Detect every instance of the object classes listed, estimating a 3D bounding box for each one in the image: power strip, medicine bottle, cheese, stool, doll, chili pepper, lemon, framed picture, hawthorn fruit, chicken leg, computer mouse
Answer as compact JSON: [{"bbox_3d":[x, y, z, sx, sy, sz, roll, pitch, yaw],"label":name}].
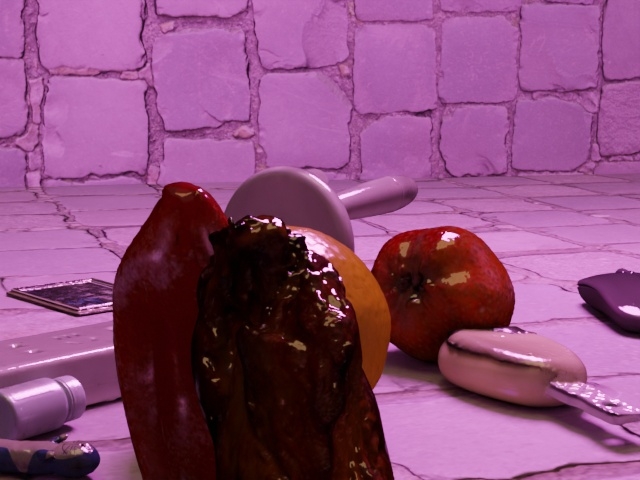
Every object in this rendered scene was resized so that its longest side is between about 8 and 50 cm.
[{"bbox_3d":[-0.245,0.122,1.126,0.098,0.058,0.338,8,11,42],"label":"power strip"},{"bbox_3d":[-0.245,0.144,1.017,0.047,0.047,0.083,7,10,35],"label":"medicine bottle"},{"bbox_3d":[0.215,0.132,1.120,0.127,0.054,0.251,-2,10,-22],"label":"cheese"},{"bbox_3d":[0.000,0.000,1.513,0.195,0.195,0.199,6,8,31],"label":"stool"},{"bbox_3d":[-0.232,0.167,0.927,0.125,0.027,0.037,3,16,11],"label":"doll"},{"bbox_3d":[-0.085,0.075,0.851,0.136,0.252,0.144,-21,21,-19],"label":"chili pepper"},{"bbox_3d":[-0.037,0.080,1.021,0.187,0.186,0.244,5,11,27],"label":"lemon"},{"bbox_3d":[-0.315,0.073,1.598,0.142,0.011,0.183,-7,11,-43],"label":"framed picture"},{"bbox_3d":[0.148,0.065,1.319,0.163,0.162,0.203,7,-4,36],"label":"hawthorn fruit"},{"bbox_3d":[0.012,0.142,0.640,0.096,0.158,0.407,1,39,-24],"label":"chicken leg"},{"bbox_3d":[0.405,0.072,1.515,0.120,0.057,0.232,1,9,-3],"label":"computer mouse"}]
